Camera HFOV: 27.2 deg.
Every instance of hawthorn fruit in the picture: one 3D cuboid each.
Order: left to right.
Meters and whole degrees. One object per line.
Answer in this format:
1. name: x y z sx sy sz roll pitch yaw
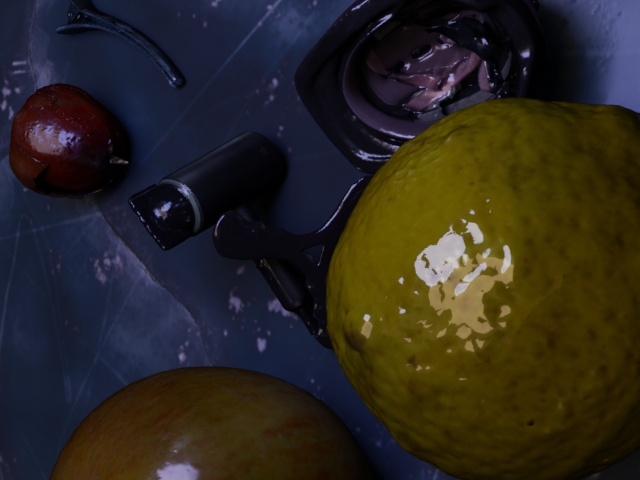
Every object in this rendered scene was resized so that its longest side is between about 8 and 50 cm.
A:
1. hawthorn fruit: -0.317 -0.122 1.700 0.172 0.148 0.148 18 102 16

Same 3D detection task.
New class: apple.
1. apple: -0.129 0.330 1.431 0.400 0.333 0.400 0 90 36

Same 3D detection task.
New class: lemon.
1. lemon: 0.187 0.040 1.193 0.387 0.350 0.350 -44 65 24

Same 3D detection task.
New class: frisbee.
1. frisbee: 0.000 0.000 1.479 0.211 0.012 0.187 38 95 -13

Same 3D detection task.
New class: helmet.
1. helmet: 0.116 -0.191 1.362 0.253 0.154 0.198 -19 117 45

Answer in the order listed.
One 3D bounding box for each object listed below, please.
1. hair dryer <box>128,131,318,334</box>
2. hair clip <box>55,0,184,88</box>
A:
1. hair dryer: -0.084 0.015 1.513 0.248 0.195 0.078 55 138 0
2. hair clip: -0.257 -0.261 1.713 0.229 0.039 0.070 31 107 32
